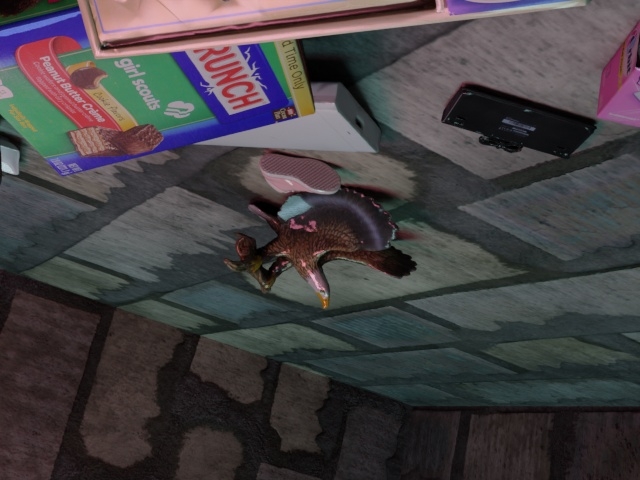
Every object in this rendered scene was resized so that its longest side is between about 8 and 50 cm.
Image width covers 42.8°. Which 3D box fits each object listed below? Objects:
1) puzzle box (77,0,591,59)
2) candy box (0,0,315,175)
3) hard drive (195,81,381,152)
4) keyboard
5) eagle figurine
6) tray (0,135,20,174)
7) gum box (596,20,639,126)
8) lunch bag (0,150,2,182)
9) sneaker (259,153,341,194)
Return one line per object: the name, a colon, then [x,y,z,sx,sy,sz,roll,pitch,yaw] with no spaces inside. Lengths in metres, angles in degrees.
puzzle box: [-0.029,-0.274,0.557,0.409,0.052,0.272,1,116,30]
candy box: [-0.181,-0.205,0.852,0.317,0.122,0.268,-14,157,3]
hard drive: [-0.091,-0.171,1.122,0.308,0.040,0.203,5,171,21]
keyboard: [0.248,-0.147,1.049,0.180,0.023,0.108,16,155,-6]
eagle figurine: [0.004,0.010,1.477,0.298,0.225,0.226,-22,-163,10]
tray: [-0.688,-0.196,1.503,0.270,0.030,0.145,18,160,-16]
gum box: [0.402,-0.158,0.852,0.188,0.062,0.107,13,161,1]
lunch bag: [-0.668,-0.157,1.224,0.305,0.212,0.256,-19,151,4]
sneaker: [-0.032,-0.101,1.320,0.134,0.051,0.070,15,163,3]
